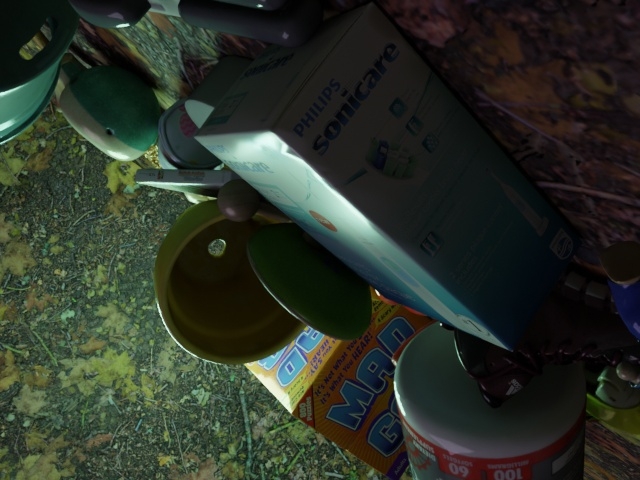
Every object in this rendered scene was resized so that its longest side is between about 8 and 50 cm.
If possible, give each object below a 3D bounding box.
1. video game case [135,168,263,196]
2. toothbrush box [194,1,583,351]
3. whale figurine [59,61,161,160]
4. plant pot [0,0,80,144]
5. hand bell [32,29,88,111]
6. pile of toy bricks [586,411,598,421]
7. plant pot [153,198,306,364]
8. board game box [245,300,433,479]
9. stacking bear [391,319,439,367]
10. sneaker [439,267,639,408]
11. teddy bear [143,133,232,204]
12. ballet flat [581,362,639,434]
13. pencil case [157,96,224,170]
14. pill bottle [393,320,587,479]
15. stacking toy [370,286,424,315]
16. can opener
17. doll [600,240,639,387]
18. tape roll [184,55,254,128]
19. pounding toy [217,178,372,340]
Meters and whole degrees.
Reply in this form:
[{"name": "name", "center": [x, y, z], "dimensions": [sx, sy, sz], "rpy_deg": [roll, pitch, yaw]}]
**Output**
[{"name": "video game case", "center": [-0.142, -0.085, 0.969], "dimensions": [0.206, 0.026, 0.227], "rpy_deg": [5, 179, 35]}, {"name": "toothbrush box", "center": [0.056, -0.049, 0.558], "dimensions": [0.295, 0.126, 0.216], "rpy_deg": [41, 169, -26]}, {"name": "whale figurine", "center": [-0.381, -0.268, 1.131], "dimensions": [0.216, 0.141, 0.272], "rpy_deg": [42, -166, -33]}, {"name": "plant pot", "center": [-0.451, -0.276, 0.708], "dimensions": [0.341, 0.341, 0.334], "rpy_deg": [41, 162, -31]}, {"name": "hand bell", "center": [-0.553, -0.390, 1.197], "dimensions": [0.126, 0.126, 0.242], "rpy_deg": [27, 156, 45]}, {"name": "pile of toy bricks", "center": [0.410, 0.252, 0.956], "dimensions": [0.105, 0.118, 0.212], "rpy_deg": [0, 153, 4]}, {"name": "plant pot", "center": [-0.152, 0.039, 0.991], "dimensions": [0.254, 0.254, 0.239], "rpy_deg": [40, 180, -27]}, {"name": "board game box", "center": [0.089, 0.308, 1.526], "dimensions": [0.356, 0.356, 0.356], "rpy_deg": [40, 170, -24]}, {"name": "stacking bear", "center": [0.267, 0.265, 0.952], "dimensions": [0.175, 0.164, 0.288], "rpy_deg": [-21, 100, 37]}, {"name": "sneaker", "center": [0.244, 0.117, 0.593], "dimensions": [0.281, 0.162, 0.106], "rpy_deg": [29, 169, 38]}, {"name": "teddy bear", "center": [-0.333, -0.187, 1.333], "dimensions": [0.338, 0.113, 0.245], "rpy_deg": [36, 173, -3]}, {"name": "ballet flat", "center": [0.353, 0.174, 0.800], "dimensions": [0.231, 0.077, 0.077], "rpy_deg": [34, 155, 22]}, {"name": "pencil case", "center": [-0.214, -0.160, 1.020], "dimensions": [0.124, 0.113, 0.273], "rpy_deg": [24, 174, -13]}, {"name": "pill bottle", "center": [0.220, 0.286, 0.758], "dimensions": [0.210, 0.210, 0.362], "rpy_deg": [26, 140, 47]}, {"name": "stacking toy", "center": [0.080, 0.042, 0.986], "dimensions": [0.330, 0.141, 0.141], "rpy_deg": [13, 157, 50]}, {"name": "can opener", "center": [-0.117, -0.208, 0.521], "dimensions": [0.280, 0.093, 0.074], "rpy_deg": [22, 164, 38]}, {"name": "doll", "center": [0.283, 0.071, 0.448], "dimensions": [0.189, 0.129, 0.046], "rpy_deg": [51, -151, -27]}, {"name": "tape roll", "center": [-0.059, -0.127, 0.748], "dimensions": [0.219, 0.072, 0.219], "rpy_deg": [34, 170, 7]}, {"name": "pounding toy", "center": [0.000, 0.000, 0.738], "dimensions": [0.237, 0.110, 0.183], "rpy_deg": [50, -161, 25]}]
